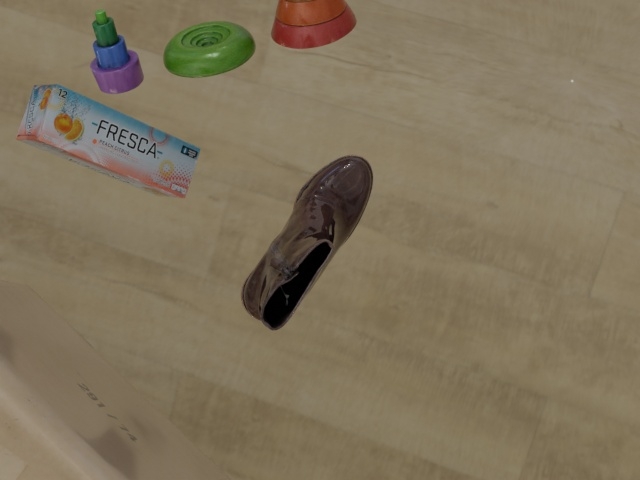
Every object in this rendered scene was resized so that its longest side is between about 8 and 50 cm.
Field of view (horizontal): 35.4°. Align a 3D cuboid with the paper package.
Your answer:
[{"bbox_3d":[-0.205,0.187,0.748,0.325,0.309,0.168,43,87,2],"label":"paper package"}]

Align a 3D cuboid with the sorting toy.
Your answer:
[{"bbox_3d":[-0.135,-0.304,1.332,0.366,0.127,0.126,-17,128,-9],"label":"sorting toy"}]

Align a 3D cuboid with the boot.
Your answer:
[{"bbox_3d":[0.000,0.000,1.211,0.090,0.207,0.248,38,86,-11],"label":"boot"}]

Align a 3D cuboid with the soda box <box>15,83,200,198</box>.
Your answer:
[{"bbox_3d":[-0.220,-0.102,1.053,0.058,0.183,0.062,8,79,49],"label":"soda box"}]
